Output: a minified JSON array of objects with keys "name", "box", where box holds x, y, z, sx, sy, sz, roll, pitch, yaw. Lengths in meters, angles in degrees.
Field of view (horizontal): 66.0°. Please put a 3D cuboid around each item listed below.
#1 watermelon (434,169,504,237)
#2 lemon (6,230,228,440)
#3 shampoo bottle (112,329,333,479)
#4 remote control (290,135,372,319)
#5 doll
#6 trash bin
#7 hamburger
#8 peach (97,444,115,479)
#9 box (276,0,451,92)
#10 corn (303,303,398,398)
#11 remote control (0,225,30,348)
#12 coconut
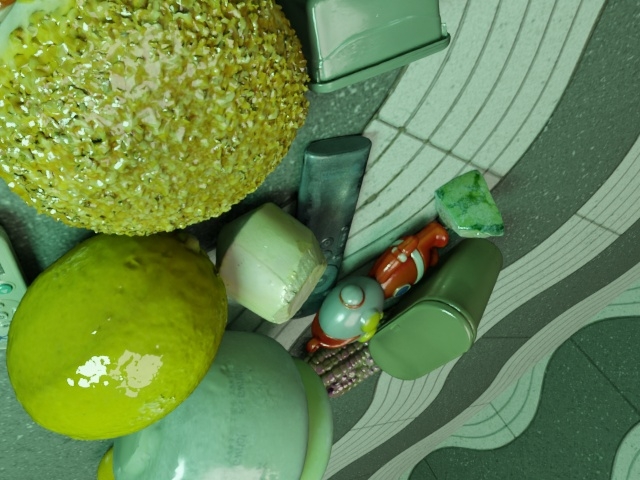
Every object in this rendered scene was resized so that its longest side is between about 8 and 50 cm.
[{"name":"watermelon","box":[0.263,-0.065,0.934,0.097,0.121,0.158,-14,-172,-1]},{"name":"lemon","box":[-0.238,0.107,0.597,0.235,0.236,0.263,8,133,-42]},{"name":"shampoo bottle","box":[-0.163,0.310,0.813,0.317,0.322,0.322,17,122,-40]},{"name":"remote control","box":[0.000,0.000,0.811,0.107,0.044,0.378,-11,139,-22]},{"name":"doll","box":[0.104,0.094,0.906,0.336,0.105,0.200,-36,157,-22]},{"name":"trash bin","box":[0.230,0.129,0.962,0.247,0.121,0.243,-44,176,-45]},{"name":"hamburger","box":[-0.151,-0.124,0.433,0.276,0.179,0.294,-44,144,20]},{"name":"peach","box":[-0.371,0.471,1.034,0.179,0.103,0.179,-19,144,-14]},{"name":"box","box":[0.037,-0.234,0.507,0.172,0.124,0.093,-25,133,-13]},{"name":"corn","box":[0.118,0.236,1.109,0.335,0.127,0.127,-27,144,-11]},{"name":"remote control","box":[-0.391,0.055,0.584,0.078,0.042,0.221,-14,139,-23]},{"name":"coconut","box":[-0.078,0.028,0.699,0.147,0.152,0.147,-53,167,-18]}]
